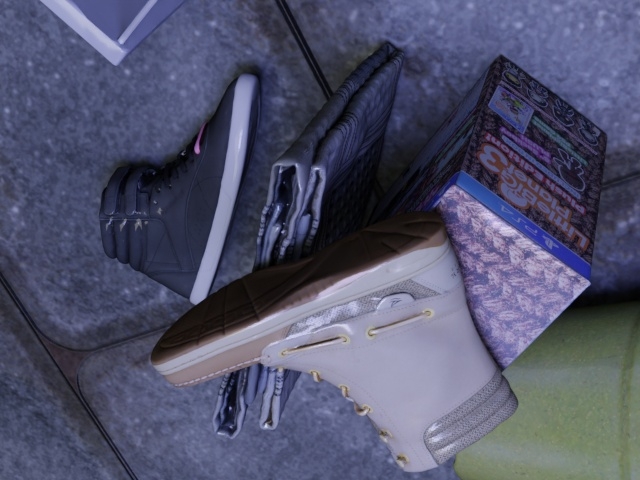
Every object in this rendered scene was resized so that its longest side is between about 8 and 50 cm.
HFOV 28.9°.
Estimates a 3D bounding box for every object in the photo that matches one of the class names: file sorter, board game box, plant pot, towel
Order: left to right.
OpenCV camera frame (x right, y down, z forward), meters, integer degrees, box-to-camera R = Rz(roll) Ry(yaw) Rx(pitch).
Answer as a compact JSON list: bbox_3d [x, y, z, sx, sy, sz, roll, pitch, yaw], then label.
[{"bbox_3d":[-0.214,-0.338,1.136,0.278,0.193,0.173,41,119,-9],"label":"file sorter"},{"bbox_3d":[0.000,0.000,1.186,0.056,0.324,0.312,21,122,9],"label":"towel"},{"bbox_3d":[0.137,0.000,1.167,0.141,0.291,0.232,35,123,-5],"label":"board game box"},{"bbox_3d":[0.274,0.172,1.268,0.254,0.276,0.276,0,120,30],"label":"plant pot"}]

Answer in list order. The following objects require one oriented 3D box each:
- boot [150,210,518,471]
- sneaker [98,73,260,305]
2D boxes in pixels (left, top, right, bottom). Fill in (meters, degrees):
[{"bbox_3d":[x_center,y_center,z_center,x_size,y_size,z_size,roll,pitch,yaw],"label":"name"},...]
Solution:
[{"bbox_3d":[0.014,0.111,1.020,0.262,0.095,0.203,-24,114,6],"label":"boot"},{"bbox_3d":[-0.157,-0.063,1.326,0.147,0.104,0.296,19,127,-1],"label":"sneaker"}]
